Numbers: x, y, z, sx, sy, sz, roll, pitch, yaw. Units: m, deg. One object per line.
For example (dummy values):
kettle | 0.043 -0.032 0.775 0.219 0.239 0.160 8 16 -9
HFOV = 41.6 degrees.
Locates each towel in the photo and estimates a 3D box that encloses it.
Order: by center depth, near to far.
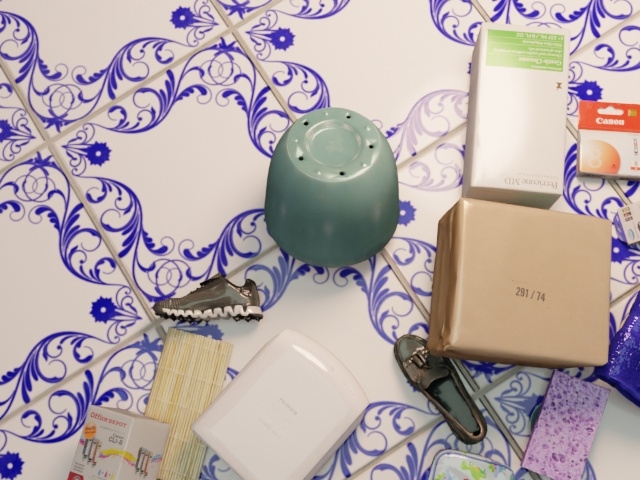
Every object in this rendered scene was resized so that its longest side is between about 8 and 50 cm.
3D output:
towel | 0.705 0.197 1.677 0.227 0.076 0.308 34 82 -17

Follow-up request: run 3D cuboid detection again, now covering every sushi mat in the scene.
sushi mat | -0.294 0.353 1.782 0.151 0.019 0.317 13 79 6

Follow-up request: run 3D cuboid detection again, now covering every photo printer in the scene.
photo printer | -0.071 0.352 1.717 0.256 0.107 0.307 42 81 10

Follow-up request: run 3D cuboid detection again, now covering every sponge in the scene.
sponge | 0.492 0.376 1.692 0.117 0.031 0.210 21 80 8

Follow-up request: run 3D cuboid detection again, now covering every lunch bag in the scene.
lunch bag | 0.282 0.529 1.666 0.176 0.090 0.219 13 79 6

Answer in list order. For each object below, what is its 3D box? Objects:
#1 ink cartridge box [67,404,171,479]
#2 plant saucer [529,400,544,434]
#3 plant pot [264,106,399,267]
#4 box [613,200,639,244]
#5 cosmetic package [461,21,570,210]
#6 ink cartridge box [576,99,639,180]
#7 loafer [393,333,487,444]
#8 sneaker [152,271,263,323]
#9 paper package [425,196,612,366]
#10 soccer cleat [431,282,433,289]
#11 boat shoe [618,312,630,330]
ink cartridge box | -0.406 0.434 1.699 0.128 0.127 0.176 7 76 30
plant saucer | 0.486 0.381 1.719 0.119 0.021 0.119 -1 77 4
plant pot | 0.026 -0.129 1.714 0.293 0.235 0.293 0 58 0
box | 0.687 -0.045 1.768 0.136 0.028 0.081 -24 73 40
cosmetic package | 0.415 -0.259 1.798 0.196 0.155 0.366 4 77 2
ink cartridge box | 0.635 -0.222 1.831 0.145 0.045 0.179 4 80 4
loafer | 0.250 0.297 1.722 0.096 0.084 0.267 -38 78 -4
sneaker | -0.239 0.122 1.803 0.234 0.078 0.106 -1 75 0
paper package | 0.393 0.092 1.681 0.324 0.168 0.310 8 78 -7
soccer cleat | 0.292 0.040 1.794 0.179 0.060 0.072 -42 68 -12
boat shoe | 0.660 0.168 1.734 0.063 0.059 0.170 24 80 9
